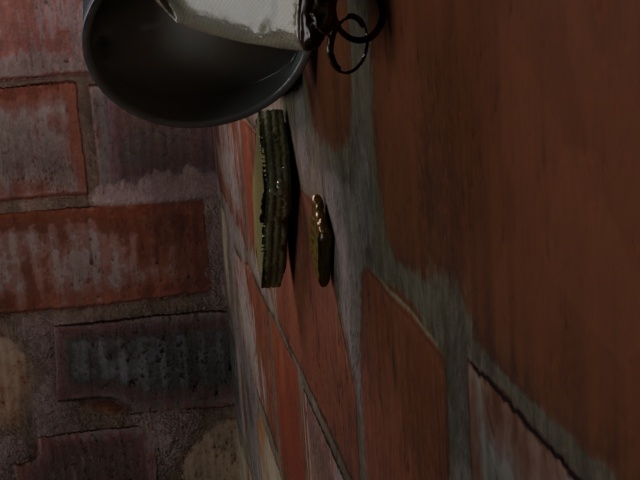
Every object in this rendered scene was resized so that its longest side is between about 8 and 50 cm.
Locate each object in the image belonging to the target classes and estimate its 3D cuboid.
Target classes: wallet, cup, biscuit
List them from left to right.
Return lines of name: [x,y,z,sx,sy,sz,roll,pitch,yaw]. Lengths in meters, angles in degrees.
cup: [-0.179,-0.343,1.488,0.357,0.259,0.274,43,-153,-40]
wallet: [-0.059,-0.319,1.097,0.275,0.068,0.335,12,102,40]
biscuit: [-0.069,-0.055,1.871,0.252,0.052,0.150,97,169,-52]
biscuit: [0.000,0.000,1.514,0.081,0.018,0.083,-104,12,-50]

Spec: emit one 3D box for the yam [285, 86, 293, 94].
yam: [-0.069,-0.219,1.739,0.274,0.061,0.061,-160,65,-83]
